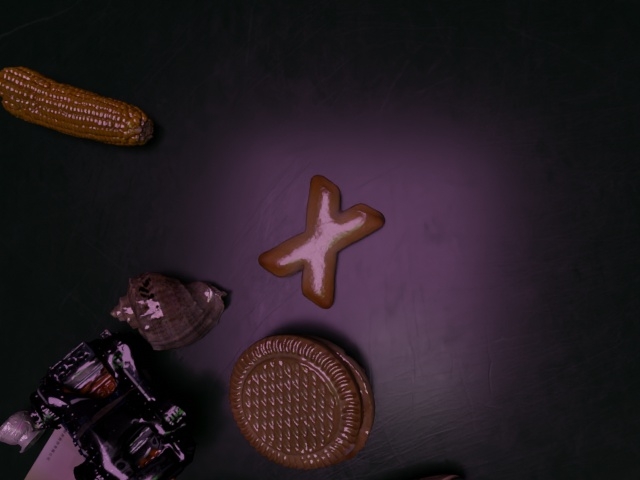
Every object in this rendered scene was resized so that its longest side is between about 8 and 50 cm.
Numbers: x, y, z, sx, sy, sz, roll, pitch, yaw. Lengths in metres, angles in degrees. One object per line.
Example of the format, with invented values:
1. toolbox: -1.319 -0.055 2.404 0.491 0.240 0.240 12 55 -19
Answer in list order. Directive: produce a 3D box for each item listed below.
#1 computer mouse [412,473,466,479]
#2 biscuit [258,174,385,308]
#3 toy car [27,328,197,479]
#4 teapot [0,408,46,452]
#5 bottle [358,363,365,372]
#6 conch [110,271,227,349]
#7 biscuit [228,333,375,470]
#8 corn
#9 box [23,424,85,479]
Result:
1. computer mouse: 0.162 0.492 0.734 0.237 0.082 0.145 -19 85 6
2. biscuit: 0.001 0.001 0.794 0.164 0.047 0.207 33 91 8
3. toy car: -0.349 0.308 0.743 0.193 0.118 0.301 -35 71 -28
4. teapot: -0.570 0.362 0.836 0.064 0.064 0.083 38 60 -1
5. bottle: 0.031 0.224 0.779 0.096 0.045 0.045 34 91 7
6. conch: -0.279 0.132 0.806 0.207 0.130 0.155 -6 121 -15
7. biscuit: -0.035 0.278 0.746 0.260 0.079 0.258 3 98 18
8. corn: -0.473 -0.248 0.832 0.313 0.102 0.101 21 90 5
9. box: -0.447 0.448 0.812 0.175 0.062 0.260 31 90 6
